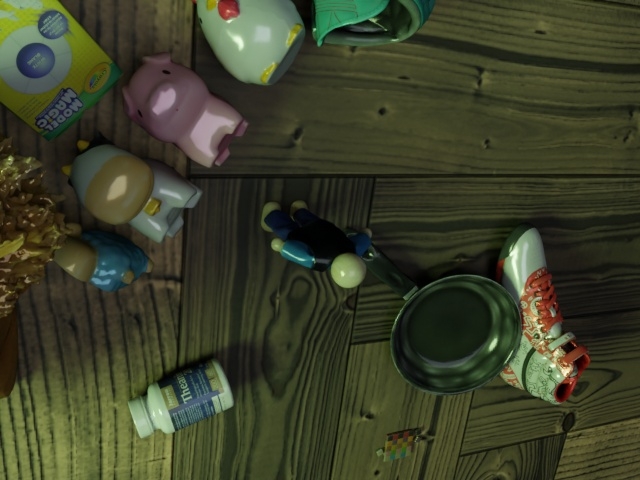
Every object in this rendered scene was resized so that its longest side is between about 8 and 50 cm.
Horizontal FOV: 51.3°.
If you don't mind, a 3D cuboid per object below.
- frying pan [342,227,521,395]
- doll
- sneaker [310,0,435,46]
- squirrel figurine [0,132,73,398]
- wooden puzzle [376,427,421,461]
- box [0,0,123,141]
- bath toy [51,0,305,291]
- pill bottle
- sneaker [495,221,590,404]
[{"bbox_3d":[0.138,0.115,0.961,0.326,0.053,0.197,20,106,-14],"label":"frying pan"},{"bbox_3d":[0.000,0.000,0.761,0.129,0.189,0.046,-5,113,-24],"label":"doll"},{"bbox_3d":[0.010,-0.290,0.660,0.295,0.123,0.179,23,67,-33],"label":"sneaker"},{"bbox_3d":[-0.356,0.087,0.507,0.280,0.370,0.397,10,109,-29],"label":"squirrel figurine"},{"bbox_3d":[0.126,0.329,1.071,0.083,0.006,0.049,-4,113,-25],"label":"wooden puzzle"},{"bbox_3d":[-0.264,-0.169,0.615,0.105,0.043,0.179,-45,151,-4],"label":"box"},{"bbox_3d":[-0.155,-0.120,0.679,0.129,0.151,0.348,35,92,-1],"label":"bath toy"},{"bbox_3d":[-0.174,0.199,0.832,0.120,0.067,0.067,-20,118,-18],"label":"pill bottle"},{"bbox_3d":[0.337,0.114,0.994,0.090,0.145,0.270,-17,120,-34],"label":"sneaker"}]
